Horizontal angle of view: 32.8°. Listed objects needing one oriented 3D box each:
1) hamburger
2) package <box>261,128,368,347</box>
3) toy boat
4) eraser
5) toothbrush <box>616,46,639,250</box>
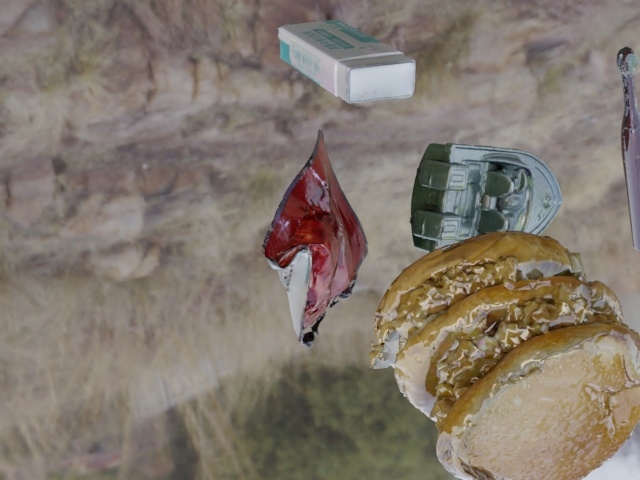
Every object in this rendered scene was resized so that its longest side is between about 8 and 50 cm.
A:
[{"bbox_3d":[0.178,0.111,1.049,0.261,0.211,0.245,-6,136,-16],"label":"hamburger"},{"bbox_3d":[0.000,0.000,1.345,0.071,0.194,0.269,2,-149,25],"label":"package"},{"bbox_3d":[0.233,-0.053,1.429,0.092,0.141,0.320,14,-169,40],"label":"toy boat"},{"bbox_3d":[0.029,-0.235,1.408,0.096,0.052,0.225,-10,-154,-22],"label":"eraser"},{"bbox_3d":[0.434,-0.117,1.491,0.041,0.041,0.364,-16,133,5],"label":"toothbrush"}]
